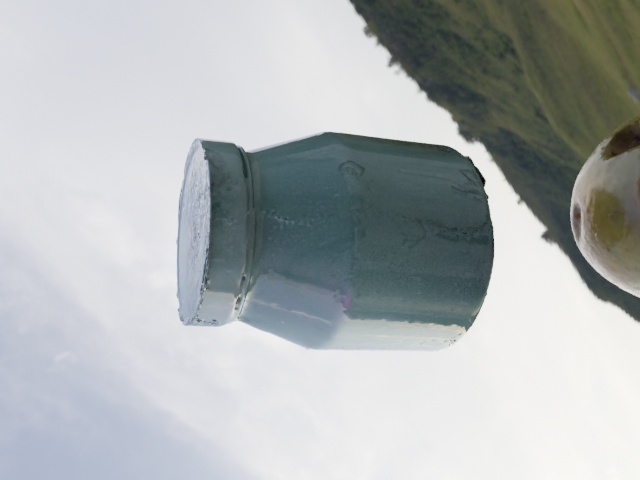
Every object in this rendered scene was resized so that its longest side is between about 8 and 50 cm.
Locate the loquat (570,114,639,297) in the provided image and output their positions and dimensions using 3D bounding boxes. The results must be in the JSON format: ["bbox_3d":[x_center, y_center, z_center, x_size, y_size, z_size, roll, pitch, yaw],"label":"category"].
[{"bbox_3d":[0.369,-0.035,0.708,0.213,0.213,0.213,37,-142,-37],"label":"loquat"}]

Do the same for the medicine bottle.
[{"bbox_3d":[0.000,0.000,0.741,0.290,0.245,0.244,5,-122,-21],"label":"medicine bottle"}]
